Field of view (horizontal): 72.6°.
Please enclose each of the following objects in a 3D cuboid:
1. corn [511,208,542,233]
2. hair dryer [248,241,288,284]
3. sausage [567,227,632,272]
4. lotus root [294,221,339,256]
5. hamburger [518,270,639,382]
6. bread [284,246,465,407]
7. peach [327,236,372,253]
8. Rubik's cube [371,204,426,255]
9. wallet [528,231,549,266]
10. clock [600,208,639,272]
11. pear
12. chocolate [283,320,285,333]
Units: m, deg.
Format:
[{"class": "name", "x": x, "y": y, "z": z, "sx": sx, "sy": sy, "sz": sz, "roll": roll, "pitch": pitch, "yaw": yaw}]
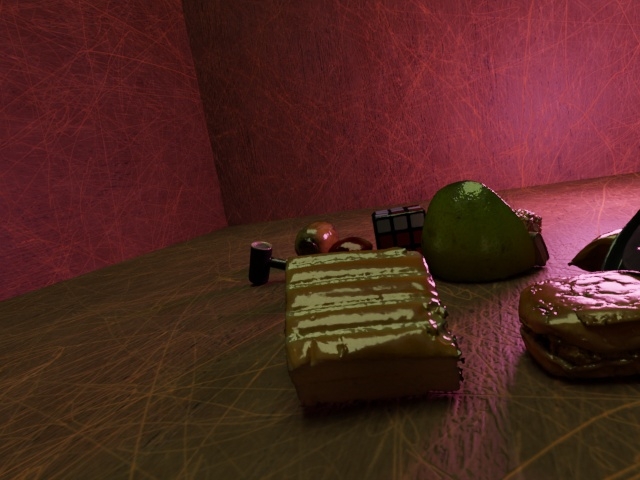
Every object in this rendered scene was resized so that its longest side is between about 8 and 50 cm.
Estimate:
[{"class": "corn", "x": 0.574, "y": -0.048, "z": 1.400, "sx": 0.115, "sy": 0.115, "sz": 0.317, "roll": -13, "pitch": 10, "yaw": -19}, {"class": "hair dryer", "x": -0.106, "y": 0.095, "z": 1.381, "sx": 0.255, "sy": 0.129, "sz": 0.070, "roll": 14, "pitch": 20, "yaw": 9}, {"class": "sausage", "x": 0.673, "y": 0.017, "z": 0.897, "sx": 0.327, "sy": 0.112, "sz": 0.112, "roll": -8, "pitch": 9, "yaw": 10}, {"class": "lotus root", "x": -0.001, "y": -0.002, "z": 1.650, "sx": 0.153, "sy": 0.154, "sz": 0.278, "roll": -6, "pitch": 5, "yaw": 24}, {"class": "hamburger", "x": 0.394, "y": 0.115, "z": 0.619, "sx": 0.213, "sy": 0.108, "sz": 0.214, "roll": -15, "pitch": 8, "yaw": 2}, {"class": "bread", "x": 0.073, "y": 0.122, "z": 0.665, "sx": 0.245, "sy": 0.111, "sz": 0.239, "roll": -7, "pitch": 36, "yaw": 0}, {"class": "peach", "x": 0.092, "y": 0.046, "z": 1.367, "sx": 0.118, "sy": 0.151, "sz": 0.151, "roll": 41, "pitch": 30, "yaw": 16}, {"class": "Rubik's cube", "x": 0.253, "y": -0.017, "z": 1.382, "sx": 0.163, "sy": 0.161, "sz": 0.162, "roll": -9, "pitch": 10, "yaw": 8}, {"class": "wallet", "x": 0.485, "y": 0.016, "z": 1.101, "sx": 0.155, "sy": 0.110, "sz": 0.039, "roll": 6, "pitch": 52, "yaw": 51}, {"class": "clock", "x": 0.597, "y": -0.015, "z": 0.706, "sx": 0.061, "sy": 0.313, "sz": 0.312, "roll": 37, "pitch": 21, "yaw": 8}, {"class": "pear", "x": 0.351, "y": -0.025, "z": 1.080, "sx": 0.139, "sy": 0.240, "sz": 0.287, "roll": -17, "pitch": 10, "yaw": -39}, {"class": "chocolate", "x": 0.044, "y": 0.131, "z": 0.877, "sx": 0.184, "sy": 0.101, "sz": 0.303, "roll": -1, "pitch": 20, "yaw": 11}]
